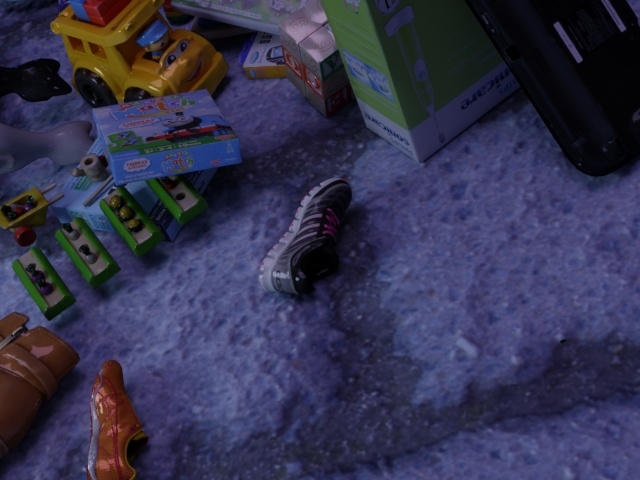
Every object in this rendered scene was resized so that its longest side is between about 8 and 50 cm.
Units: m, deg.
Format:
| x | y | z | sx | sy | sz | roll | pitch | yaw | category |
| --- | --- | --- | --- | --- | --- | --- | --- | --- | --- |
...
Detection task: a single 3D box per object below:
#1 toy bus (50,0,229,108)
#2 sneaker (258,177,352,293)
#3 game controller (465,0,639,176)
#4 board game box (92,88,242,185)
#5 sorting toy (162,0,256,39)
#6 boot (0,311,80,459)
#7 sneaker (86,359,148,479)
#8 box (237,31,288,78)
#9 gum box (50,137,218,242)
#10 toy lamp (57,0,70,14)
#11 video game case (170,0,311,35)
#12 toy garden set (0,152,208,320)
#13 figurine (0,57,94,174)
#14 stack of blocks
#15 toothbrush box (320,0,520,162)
| x | y | z | sx | sy | sz | roll | pitch | yaw | category |
| --- | --- | --- | --- | --- | --- | --- | --- | --- | --- |
| -0.262 | -0.288 | 2.036 | 0.220 | 0.211 | 0.149 | 20 | 57 | 34 | toy bus |
| 0.000 | 0.000 | 1.755 | 0.075 | 0.063 | 0.170 | 18 | 62 | 35 | sneaker |
| 0.294 | -0.237 | 1.719 | 0.166 | 0.319 | 0.067 | -36 | 7 | -23 | game controller |
| -0.202 | -0.136 | 1.892 | 0.160 | 0.039 | 0.211 | -11 | 24 | -12 | board game box |
| -0.112 | -0.348 | 2.131 | 0.274 | 0.046 | 0.132 | -7 | 33 | 15 | sorting toy |
| -0.444 | 0.156 | 1.748 | 0.283 | 0.109 | 0.220 | 22 | 61 | 35 | boot |
| -0.228 | 0.211 | 1.656 | 0.067 | 0.064 | 0.175 | -1 | 49 | -6 | sneaker |
| -0.047 | -0.263 | 2.056 | 0.136 | 0.028 | 0.081 | -1 | 48 | 25 | box |
| -0.241 | -0.079 | 1.945 | 0.184 | 0.041 | 0.157 | 8 | 52 | 29 | gum box |
| -0.357 | -0.443 | 2.324 | 0.080 | 0.080 | 0.274 | -5 | 44 | 18 | toy lamp |
| -0.082 | -0.388 | 2.074 | 0.212 | 0.023 | 0.193 | 15 | 72 | 14 | video game case |
| -0.295 | -0.040 | 1.868 | 0.244 | 0.049 | 0.204 | -37 | 48 | -7 | toy garden set |
| -0.421 | -0.174 | 2.024 | 0.209 | 0.092 | 0.215 | -8 | 53 | -34 | figurine |
| 0.089 | -0.315 | 1.930 | 0.297 | 0.171 | 0.087 | -37 | 64 | -14 | stack of blocks |
| 0.130 | -0.272 | 1.804 | 0.206 | 0.283 | 0.122 | -38 | 44 | -14 | toothbrush box |
